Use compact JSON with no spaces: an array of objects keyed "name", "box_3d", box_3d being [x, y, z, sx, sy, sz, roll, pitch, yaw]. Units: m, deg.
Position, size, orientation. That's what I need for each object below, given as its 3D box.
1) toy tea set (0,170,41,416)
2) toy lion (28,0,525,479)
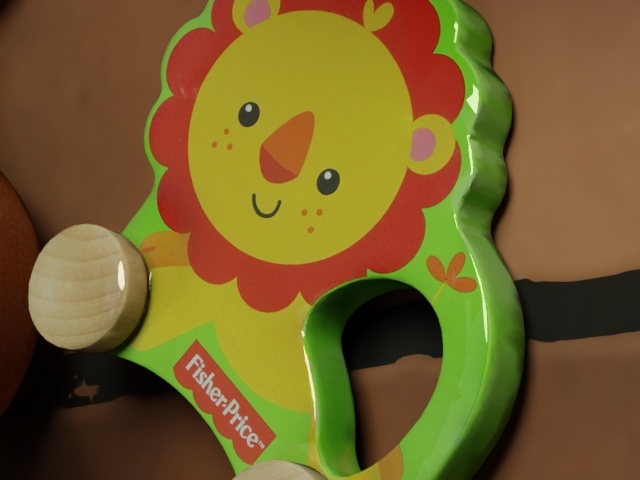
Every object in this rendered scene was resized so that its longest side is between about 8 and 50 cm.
[{"name":"toy tea set","box_3d":[-0.205,-0.017,0.384,0.336,0.124,0.200,-20,68,20]},{"name":"toy lion","box_3d":[0.000,0.000,0.332,0.096,0.034,0.100,-49,59,14]}]
